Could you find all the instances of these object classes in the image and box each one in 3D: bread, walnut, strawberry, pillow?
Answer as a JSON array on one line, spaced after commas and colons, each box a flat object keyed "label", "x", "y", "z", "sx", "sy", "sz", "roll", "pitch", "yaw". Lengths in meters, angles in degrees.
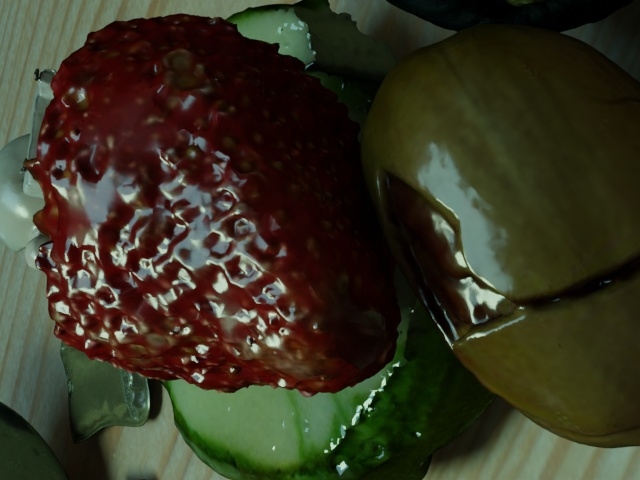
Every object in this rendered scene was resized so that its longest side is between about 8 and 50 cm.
[{"label": "bread", "x": 0.000, "y": 0.000, "z": 1.389, "sx": 0.366, "sy": 0.129, "sz": 0.382, "roll": -10, "pitch": 79, "yaw": 49}, {"label": "walnut", "x": 0.150, "y": 0.000, "z": 1.091, "sx": 0.298, "sy": 0.203, "sz": 0.203, "roll": 50, "pitch": 138, "yaw": 14}, {"label": "strawberry", "x": -0.053, "y": -0.017, "z": 1.172, "sx": 0.257, "sy": 0.261, "sz": 0.261, "roll": -3, "pitch": 88, "yaw": 28}, {"label": "pillow", "x": -0.226, "y": 0.139, "z": 1.935, "sx": 0.217, "sy": 0.033, "sz": 0.130, "roll": -22, "pitch": 73, "yaw": 59}]

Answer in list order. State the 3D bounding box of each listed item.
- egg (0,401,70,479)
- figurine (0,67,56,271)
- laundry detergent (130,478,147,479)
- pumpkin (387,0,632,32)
[{"label": "egg", "x": -0.406, "y": 0.366, "z": 1.952, "sx": 0.345, "sy": 0.345, "sz": 0.428, "roll": -15, "pitch": 70, "yaw": 60}, {"label": "figurine", "x": -0.281, "y": -0.059, "z": 1.923, "sx": 0.257, "sy": 0.144, "sz": 0.182, "roll": -48, "pitch": 53, "yaw": 55}, {"label": "laundry detergent", "x": -0.193, "y": 0.326, "z": 1.873, "sx": 0.097, "sy": 0.049, "sz": 0.165, "roll": -15, "pitch": 81, "yaw": 57}, {"label": "pumpkin", "x": 0.120, "y": -0.216, "z": 1.104, "sx": 0.233, "sy": 0.233, "sz": 0.163, "roll": -39, "pitch": 49, "yaw": 55}]
